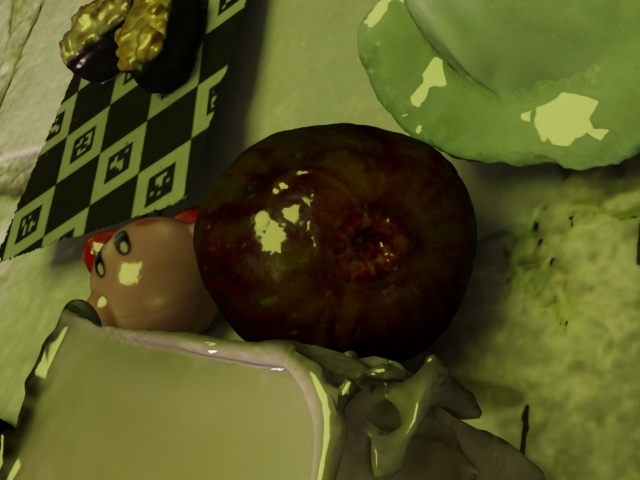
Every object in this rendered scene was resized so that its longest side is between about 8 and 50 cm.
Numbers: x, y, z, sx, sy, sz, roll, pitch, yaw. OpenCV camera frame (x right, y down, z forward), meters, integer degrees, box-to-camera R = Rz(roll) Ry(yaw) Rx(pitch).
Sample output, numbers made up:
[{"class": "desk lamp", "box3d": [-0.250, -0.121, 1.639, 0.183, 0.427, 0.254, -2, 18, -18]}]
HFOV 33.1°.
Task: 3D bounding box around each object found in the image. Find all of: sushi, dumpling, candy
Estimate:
[{"class": "sushi", "box3d": [-0.120, -0.130, 0.666, 0.192, 0.043, 0.280, -15, 50, 41]}, {"class": "dumpling", "box3d": [0.107, -0.125, 0.424, 0.219, 0.152, 0.108, -53, -2, 24]}, {"class": "candy", "box3d": [-0.031, 0.122, 0.377, 0.195, 0.137, 0.185, -2, 67, 44]}]

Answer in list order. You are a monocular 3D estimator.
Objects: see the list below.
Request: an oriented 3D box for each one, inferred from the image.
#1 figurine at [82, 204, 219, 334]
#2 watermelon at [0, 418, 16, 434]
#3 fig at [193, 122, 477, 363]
[{"class": "figurine", "box3d": [-0.079, 0.019, 0.544, 0.083, 0.067, 0.071, -31, 20, 6]}, {"class": "watermelon", "box3d": [-0.255, 0.207, 0.504, 0.292, 0.222, 0.319, -13, 58, 47]}, {"class": "fig", "box3d": [0.000, 0.000, 0.458, 0.154, 0.109, 0.103, -158, 84, -78]}]
